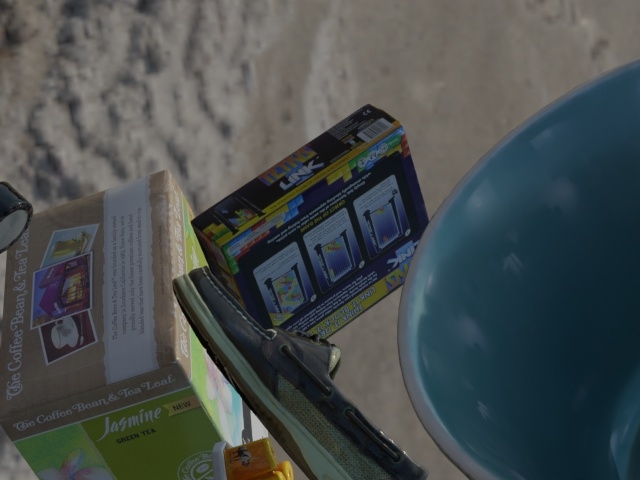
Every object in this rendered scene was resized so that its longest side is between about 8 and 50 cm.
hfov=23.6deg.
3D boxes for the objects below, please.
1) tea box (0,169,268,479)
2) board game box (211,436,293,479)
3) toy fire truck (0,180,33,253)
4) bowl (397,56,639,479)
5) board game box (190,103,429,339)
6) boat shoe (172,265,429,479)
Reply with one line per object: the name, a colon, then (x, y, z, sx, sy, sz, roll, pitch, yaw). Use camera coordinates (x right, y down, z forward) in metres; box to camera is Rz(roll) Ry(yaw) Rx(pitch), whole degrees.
tea box: (-0.212, 0.158, 1.806, 0.329, 0.220, 0.323, -100, 168, -48)
board game box: (0.025, 0.403, 1.304, 0.390, 0.050, 0.390, 53, 23, -57)
toy fire truck: (-0.344, 0.023, 1.124, 0.246, 0.158, 0.217, -48, 165, -4)
bowl: (0.208, 0.056, 0.691, 0.163, 0.311, 0.311, 61, 35, -36)
board game box: (0.000, 0.000, 1.156, 0.170, 0.048, 0.141, -34, 134, -18)
boat shoe: (-0.014, 0.099, 1.051, 0.223, 0.073, 0.080, 50, -9, 14)
